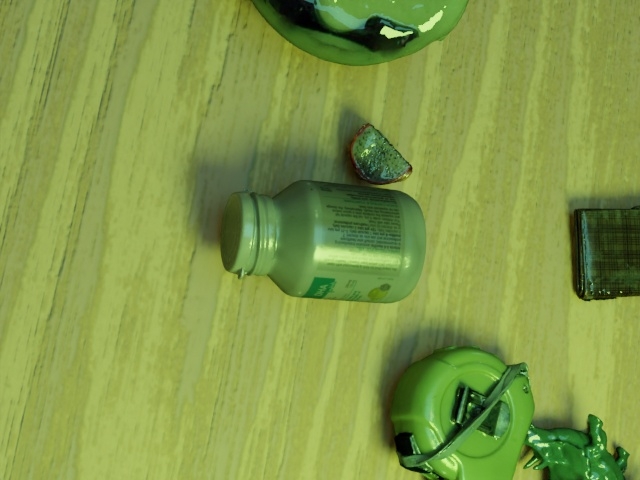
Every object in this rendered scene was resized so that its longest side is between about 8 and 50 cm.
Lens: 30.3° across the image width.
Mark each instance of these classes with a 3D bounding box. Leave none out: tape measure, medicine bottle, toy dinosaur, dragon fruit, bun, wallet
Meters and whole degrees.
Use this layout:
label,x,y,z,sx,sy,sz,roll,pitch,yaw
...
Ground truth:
label,x,y,z,sx,sy,sz,roll,pitch,yaw
tape measure,0.171,0.213,1.401,0.175,0.106,0.200,32,71,-17
medicine bottle,0.000,0.000,1.353,0.215,0.135,0.135,5,81,-20
toy dinosaur,0.374,0.294,1.483,0.292,0.079,0.120,19,81,-14
dragon fruit,0.067,-0.097,1.437,0.083,0.056,0.060,45,93,-2
bun,0.042,-0.357,1.398,0.293,0.187,0.293,-2,108,-7
wallet,0.438,0.015,1.564,0.230,0.042,0.124,-1,86,-20
